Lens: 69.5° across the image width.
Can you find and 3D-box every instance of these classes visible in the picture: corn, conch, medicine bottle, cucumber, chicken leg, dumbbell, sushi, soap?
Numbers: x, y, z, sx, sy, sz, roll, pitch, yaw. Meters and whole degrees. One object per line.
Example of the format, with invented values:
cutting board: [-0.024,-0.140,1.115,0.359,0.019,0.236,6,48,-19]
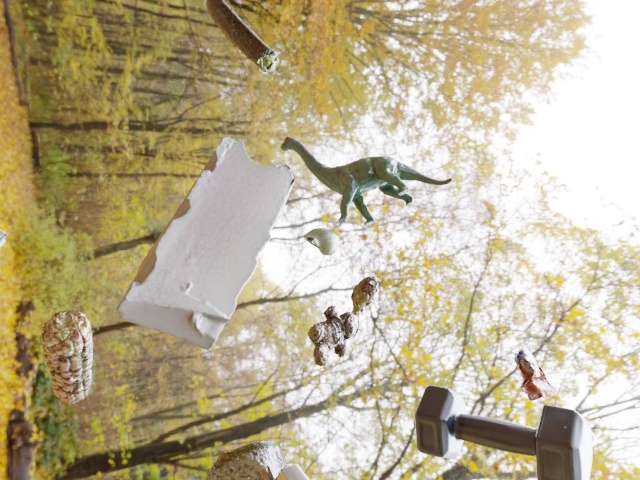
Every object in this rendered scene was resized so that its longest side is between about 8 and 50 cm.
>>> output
corn: [-0.536,0.254,0.990,0.092,0.092,0.281,62,-35,37]
conch: [0.003,-0.003,1.047,0.076,0.085,0.057,20,-109,40]
medicine bottle: [-0.074,0.824,1.490,0.296,0.111,0.161,159,-82,-73]
cucumber: [-0.207,-0.520,1.148,0.245,0.067,0.067,45,-38,3]
chicken leg: [0.119,0.191,1.415,0.085,0.069,0.198,-58,170,-55]
dumbbell: [0.356,0.391,0.928,0.324,0.160,0.144,-4,-119,38]
sushi: [-0.223,0.687,1.374,0.136,0.225,0.126,65,9,-1]
soap: [-0.166,-0.009,0.741,0.302,0.158,0.258,-56,-164,7]

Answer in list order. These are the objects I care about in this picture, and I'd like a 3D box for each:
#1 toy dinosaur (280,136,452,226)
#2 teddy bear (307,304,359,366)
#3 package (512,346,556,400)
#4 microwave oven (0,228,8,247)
toy dinosaur: [0.114,-0.221,1.274,0.129,0.383,0.331,75,-8,-67]
teddy bear: [0.019,0.203,0.996,0.077,0.160,0.120,-8,-84,39]
package: [0.444,0.281,0.975,0.033,0.077,0.111,-43,-124,39]
microwave oven: [-0.698,0.053,0.830,0.163,0.129,0.205,-26,-147,29]
